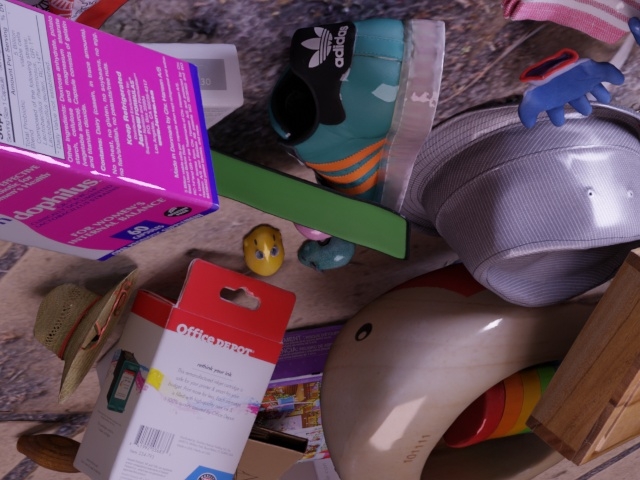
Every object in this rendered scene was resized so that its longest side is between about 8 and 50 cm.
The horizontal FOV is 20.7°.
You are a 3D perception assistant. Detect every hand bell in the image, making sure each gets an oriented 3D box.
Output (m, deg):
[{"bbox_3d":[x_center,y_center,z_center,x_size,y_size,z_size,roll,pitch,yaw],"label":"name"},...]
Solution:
[{"bbox_3d":[-0.225,0.248,1.895,0.242,0.126,0.126,9,166,25],"label":"hand bell"}]

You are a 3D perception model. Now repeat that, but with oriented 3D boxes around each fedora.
[{"bbox_3d":[0.202,-0.021,1.597,0.275,0.124,0.244,5,148,-37],"label":"fedora"}]

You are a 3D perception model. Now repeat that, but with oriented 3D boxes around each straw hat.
[{"bbox_3d":[-0.230,0.074,1.614,0.061,0.144,0.144,30,149,2],"label":"straw hat"}]

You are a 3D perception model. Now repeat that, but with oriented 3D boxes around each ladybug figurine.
[{"bbox_3d":[0.163,0.134,1.796,0.449,0.162,0.305,0,129,-48],"label":"ladybug figurine"}]

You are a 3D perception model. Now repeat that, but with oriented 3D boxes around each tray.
[{"bbox_3d":[0.369,0.088,1.743,0.411,0.076,0.203,-12,135,-56],"label":"tray"}]

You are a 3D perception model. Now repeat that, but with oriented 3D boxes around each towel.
[{"bbox_3d":[0.246,-0.216,1.320,0.144,0.029,0.197,6,148,-41],"label":"towel"}]

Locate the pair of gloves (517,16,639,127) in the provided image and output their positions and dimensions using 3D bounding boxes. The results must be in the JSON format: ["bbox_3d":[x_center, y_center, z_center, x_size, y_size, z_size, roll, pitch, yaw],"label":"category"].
[{"bbox_3d":[0.247,-0.149,1.420,0.198,0.023,0.159,-27,166,10],"label":"pair of gloves"}]

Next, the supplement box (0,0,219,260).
[{"bbox_3d":[-0.179,-0.069,1.099,0.111,0.114,0.220,-22,157,32],"label":"supplement box"}]

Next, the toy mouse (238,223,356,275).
[{"bbox_3d":[0.000,0.000,1.636,0.143,0.031,0.161,-10,155,-12],"label":"toy mouse"}]

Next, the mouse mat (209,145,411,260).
[{"bbox_3d":[-0.014,-0.031,1.442,0.189,0.007,0.152,19,168,6],"label":"mouse mat"}]

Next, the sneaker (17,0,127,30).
[{"bbox_3d":[-0.174,-0.191,1.056,0.145,0.090,0.270,1,154,-37],"label":"sneaker"}]

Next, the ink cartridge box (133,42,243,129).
[{"bbox_3d":[-0.183,-0.096,1.330,0.181,0.056,0.224,-3,172,-26],"label":"ink cartridge box"}]

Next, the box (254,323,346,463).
[{"bbox_3d":[-0.036,0.183,1.975,0.201,0.057,0.293,-7,155,-13],"label":"box"}]

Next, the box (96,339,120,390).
[{"bbox_3d":[-0.159,0.145,1.786,0.101,0.087,0.102,2,150,-33],"label":"box"}]

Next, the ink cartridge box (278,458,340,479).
[{"bbox_3d":[-0.027,0.405,2.271,0.119,0.207,0.353,1,151,-29],"label":"ink cartridge box"}]

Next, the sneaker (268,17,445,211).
[{"bbox_3d":[0.018,-0.097,1.375,0.121,0.108,0.302,8,159,-3],"label":"sneaker"}]

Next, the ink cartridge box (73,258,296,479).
[{"bbox_3d":[-0.128,0.135,1.678,0.134,0.231,0.078,22,179,-36],"label":"ink cartridge box"}]

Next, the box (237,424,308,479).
[{"bbox_3d":[-0.121,0.241,1.955,0.164,0.021,0.201,16,151,-13],"label":"box"}]
